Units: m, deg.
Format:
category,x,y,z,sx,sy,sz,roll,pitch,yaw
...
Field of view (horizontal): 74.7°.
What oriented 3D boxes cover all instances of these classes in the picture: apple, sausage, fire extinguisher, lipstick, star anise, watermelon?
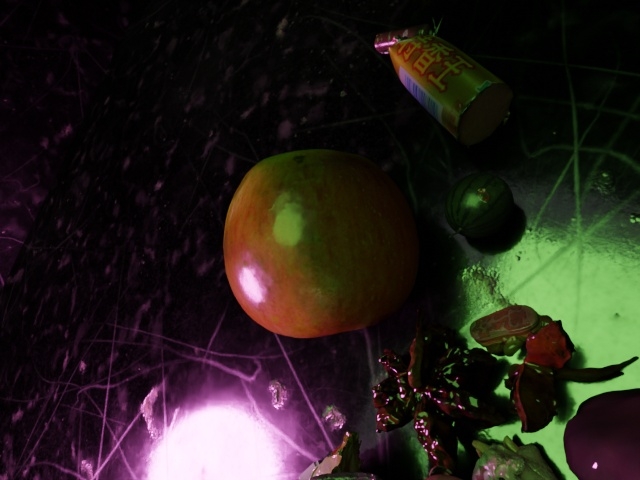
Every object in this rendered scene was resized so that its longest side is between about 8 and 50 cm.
category,x,y,z,sx,sy,sz,roll,pitch,yaw
apple,0.000,0.000,0.721,0.340,0.340,0.339,-14,64,32
sausage,0.231,-0.321,0.809,0.125,0.117,0.317,-21,54,-10
fire extinguisher,0.196,-0.442,0.932,0.157,0.045,0.078,10,107,38
lipstick,0.008,0.401,0.752,0.107,0.025,0.025,-44,53,7
star anise,0.157,0.219,0.628,0.190,0.126,0.220,-58,35,0
watermelon,0.250,-0.048,0.687,0.133,0.105,0.105,-46,49,-12
star anise,0.321,0.186,0.545,0.144,0.158,0.140,24,89,15

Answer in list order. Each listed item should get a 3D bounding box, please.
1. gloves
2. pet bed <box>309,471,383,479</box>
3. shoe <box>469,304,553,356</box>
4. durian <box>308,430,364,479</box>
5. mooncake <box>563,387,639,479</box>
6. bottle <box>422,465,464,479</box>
category,x,y,z,sx,sy,sz,roll,pitch,yaw
gloves,0.263,0.329,0.548,0.144,0.094,0.110,9,89,31
pet bed,0.044,0.394,0.465,0.183,0.159,0.210,-17,92,55
shoe,0.284,0.133,0.624,0.109,0.069,0.072,-32,32,13
durian,-0.028,0.477,0.637,0.163,0.198,0.394,19,82,41
mooncake,0.422,0.193,0.335,0.381,0.351,0.212,-38,63,31
bottle,0.191,0.376,0.472,0.236,0.147,0.147,41,99,32
